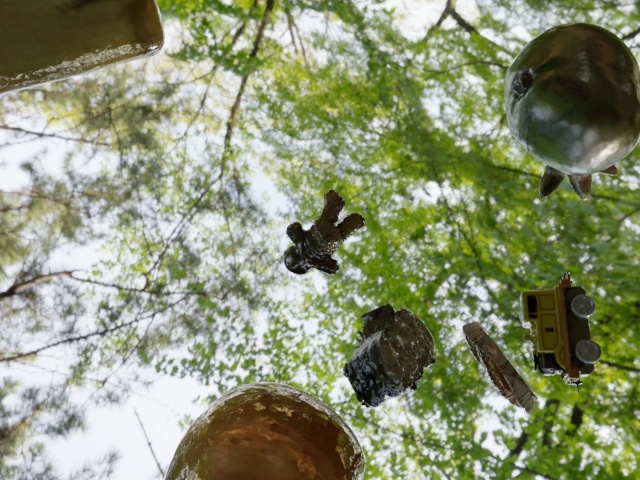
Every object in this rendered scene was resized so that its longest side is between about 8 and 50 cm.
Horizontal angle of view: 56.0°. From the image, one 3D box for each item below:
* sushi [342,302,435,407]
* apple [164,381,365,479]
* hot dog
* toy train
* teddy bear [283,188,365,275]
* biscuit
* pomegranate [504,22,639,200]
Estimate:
[{"bbox_3d":[0.120,0.207,1.107,0.147,0.115,0.212,54,-149,-4],"label":"sushi"},{"bbox_3d":[-0.093,0.457,1.102,0.347,0.391,0.391,15,-141,17],"label":"apple"},{"bbox_3d":[0.322,0.231,1.089,0.192,0.053,0.099,53,-168,1],"label":"hot dog"},{"bbox_3d":[0.426,0.164,1.081,0.127,0.089,0.219,-4,-109,16],"label":"toy train"},{"bbox_3d":[0.002,0.000,1.040,0.119,0.160,0.078,42,-173,-10],"label":"teddy bear"},{"bbox_3d":[-0.379,-0.338,0.816,0.291,0.236,0.062,-15,-162,-6],"label":"biscuit"},{"bbox_3d":[0.266,-0.128,0.639,0.131,0.191,0.151,-3,-117,20],"label":"pomegranate"}]
